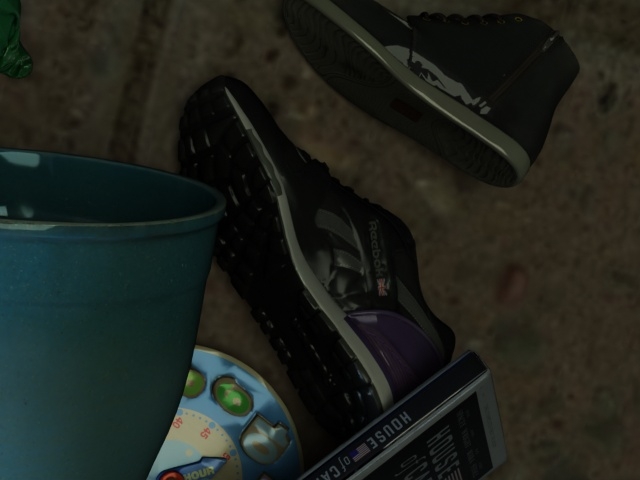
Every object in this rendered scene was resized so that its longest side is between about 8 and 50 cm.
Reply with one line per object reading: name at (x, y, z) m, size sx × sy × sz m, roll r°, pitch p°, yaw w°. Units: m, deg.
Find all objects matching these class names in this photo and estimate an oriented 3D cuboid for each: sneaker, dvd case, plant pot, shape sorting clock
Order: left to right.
plant pot at (-0.207, 0.084, 0.949) m, size 0.271 × 0.271 × 0.255 m, roll 3°, pitch 101°, yaw -15°
shape sorting clock at (-0.113, 0.179, 1.087) m, size 0.206 × 0.040 × 0.206 m, roll -1°, pitch 96°, yaw -15°
sneaker at (0.000, 0.000, 1.086) m, size 0.124 × 0.107 × 0.283 m, roll -31°, pitch 97°, yaw -38°
dvd case at (0.033, 0.193, 1.071) m, size 0.238 × 0.179 × 0.029 m, roll -36°, pitch 61°, yaw -8°
sneaker at (0.083, -0.146, 1.098) m, size 0.222 × 0.083 × 0.118 m, roll 36°, pitch 67°, yaw -8°

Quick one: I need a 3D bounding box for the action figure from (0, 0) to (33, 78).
action figure at (-0.275, -0.179, 0.965) m, size 0.137 × 0.063 × 0.232 m, roll -46°, pitch 129°, yaw 0°
